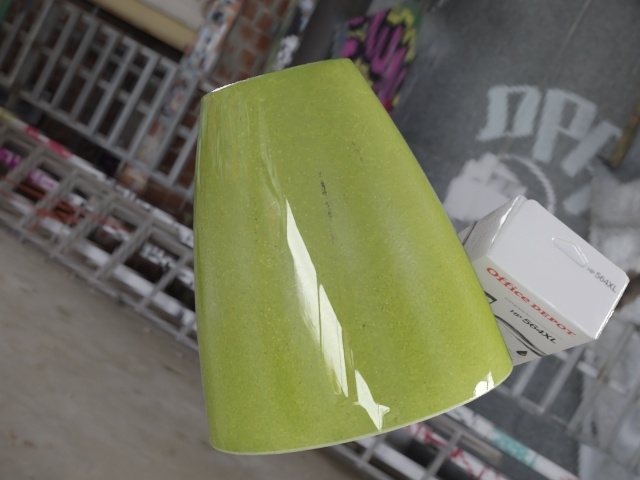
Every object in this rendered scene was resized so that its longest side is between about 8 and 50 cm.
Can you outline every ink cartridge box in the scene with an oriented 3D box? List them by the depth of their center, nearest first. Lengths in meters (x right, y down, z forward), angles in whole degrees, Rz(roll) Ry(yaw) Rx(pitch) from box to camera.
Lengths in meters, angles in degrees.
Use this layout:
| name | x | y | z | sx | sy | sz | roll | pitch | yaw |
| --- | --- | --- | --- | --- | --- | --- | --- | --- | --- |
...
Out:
| name | x | y | z | sx | sy | sz | roll | pitch | yaw |
| --- | --- | --- | --- | --- | --- | --- | --- | --- | --- |
| ink cartridge box | 0.209 | 0.051 | 1.199 | 0.148 | 0.086 | 0.203 | 37 | -22 | -5 |

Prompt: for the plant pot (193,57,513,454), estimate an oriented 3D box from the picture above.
| name | x | y | z | sx | sy | sz | roll | pitch | yaw |
| --- | --- | --- | --- | --- | --- | --- | --- | --- | --- |
| plant pot | 0.000 | 0.000 | 0.969 | 0.274 | 0.294 | 0.275 | -14 | 4 | 1 |
